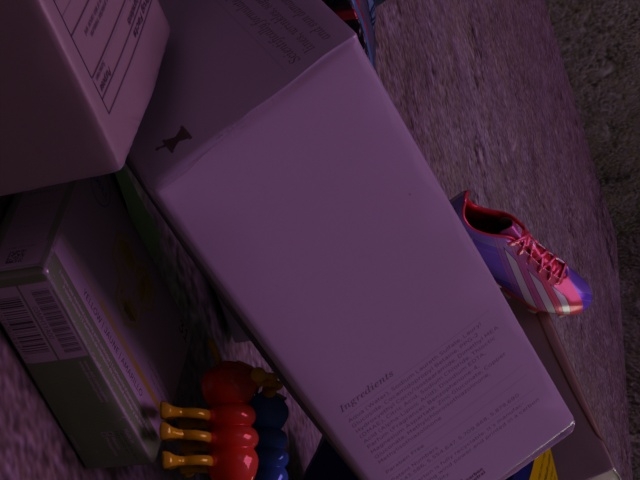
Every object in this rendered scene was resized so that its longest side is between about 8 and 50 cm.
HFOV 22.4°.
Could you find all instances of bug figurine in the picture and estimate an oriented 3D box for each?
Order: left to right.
[{"bbox_3d":[-0.050,0.186,1.124,0.279,0.072,0.216,64,23,-78],"label":"bug figurine"}]

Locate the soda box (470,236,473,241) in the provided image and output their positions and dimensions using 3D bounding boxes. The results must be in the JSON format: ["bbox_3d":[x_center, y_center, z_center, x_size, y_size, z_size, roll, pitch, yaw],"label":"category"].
[{"bbox_3d":[0.162,0.146,1.902,0.098,0.091,0.286,-62,139,-65],"label":"soda box"}]

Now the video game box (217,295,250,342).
[{"bbox_3d":[-0.061,-0.046,1.359,0.205,0.048,0.187,-70,148,-60],"label":"video game box"}]

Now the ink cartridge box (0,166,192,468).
[{"bbox_3d":[-0.139,0.008,1.064,0.235,0.056,0.171,-77,151,-48],"label":"ink cartridge box"}]

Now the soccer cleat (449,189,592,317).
[{"bbox_3d":[0.254,0.020,2.071,0.248,0.095,0.083,26,40,-14],"label":"soccer cleat"}]

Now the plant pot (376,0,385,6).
[{"bbox_3d":[-0.010,-0.362,1.381,0.196,0.293,0.293,29,47,-34],"label":"plant pot"}]

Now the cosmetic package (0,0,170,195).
[{"bbox_3d":[-0.200,-0.181,0.841,0.153,0.129,0.296,-80,154,-52],"label":"cosmetic package"}]

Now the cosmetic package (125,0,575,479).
[{"bbox_3d":[0.000,0.000,1.085,0.217,0.156,0.385,50,-7,49],"label":"cosmetic package"}]

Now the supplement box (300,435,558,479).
[{"bbox_3d":[0.116,0.336,1.365,0.194,0.195,0.357,-54,132,-65],"label":"supplement box"}]

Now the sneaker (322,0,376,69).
[{"bbox_3d":[-0.010,-0.218,1.197,0.125,0.104,0.262,-67,157,-72],"label":"sneaker"}]

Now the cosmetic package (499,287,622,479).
[{"bbox_3d":[0.294,0.220,2.119,0.160,0.113,0.309,56,11,-54],"label":"cosmetic package"}]
